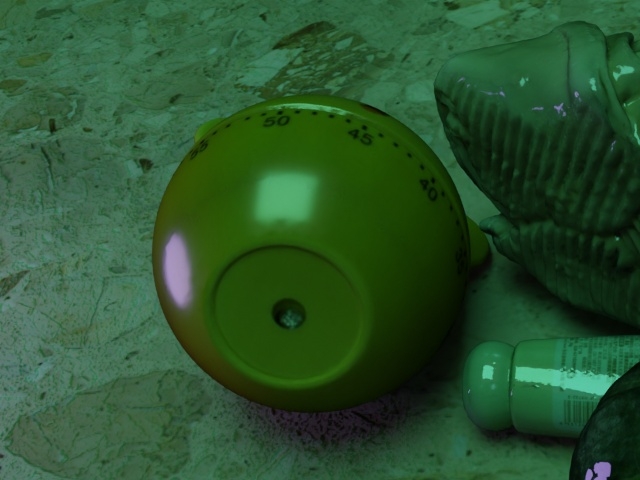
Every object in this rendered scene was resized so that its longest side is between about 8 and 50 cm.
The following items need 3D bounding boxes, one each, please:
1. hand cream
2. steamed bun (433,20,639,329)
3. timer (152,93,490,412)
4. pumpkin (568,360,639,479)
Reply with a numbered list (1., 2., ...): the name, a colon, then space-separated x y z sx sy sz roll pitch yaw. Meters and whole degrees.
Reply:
1. hand cream: 0.295 0.145 1.181 0.305 0.093 0.147 -2 56 22
2. steamed bun: 0.301 -0.086 1.212 0.219 0.310 0.324 -35 25 -20
3. timer: 0.000 0.000 1.310 0.376 0.376 0.387 -10 22 16
4. pumpkin: 0.351 0.211 0.966 0.300 0.207 0.300 7 51 -8
